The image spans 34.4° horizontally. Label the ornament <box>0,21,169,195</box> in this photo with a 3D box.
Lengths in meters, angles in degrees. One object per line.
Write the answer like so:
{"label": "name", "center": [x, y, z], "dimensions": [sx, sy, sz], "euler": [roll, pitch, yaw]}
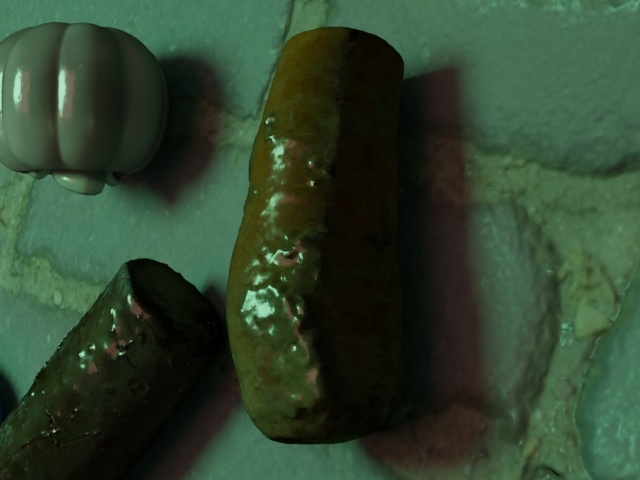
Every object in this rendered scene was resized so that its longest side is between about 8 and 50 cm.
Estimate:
{"label": "ornament", "center": [-0.233, -0.122, 0.990], "dimensions": [0.177, 0.177, 0.177], "euler": [-12, 72, 42]}

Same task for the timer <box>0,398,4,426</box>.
{"label": "timer", "center": [-0.470, 0.293, 1.155], "dimensions": [0.309, 0.115, 0.340], "euler": [-16, 69, 40]}

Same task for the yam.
{"label": "yam", "center": [-0.201, 0.152, 0.930], "dimensions": [0.279, 0.131, 0.131], "euler": [-50, 51, 20]}

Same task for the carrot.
{"label": "carrot", "center": [0.000, 0.000, 0.771], "dimensions": [0.139, 0.139, 0.302], "euler": [-13, 64, 41]}
